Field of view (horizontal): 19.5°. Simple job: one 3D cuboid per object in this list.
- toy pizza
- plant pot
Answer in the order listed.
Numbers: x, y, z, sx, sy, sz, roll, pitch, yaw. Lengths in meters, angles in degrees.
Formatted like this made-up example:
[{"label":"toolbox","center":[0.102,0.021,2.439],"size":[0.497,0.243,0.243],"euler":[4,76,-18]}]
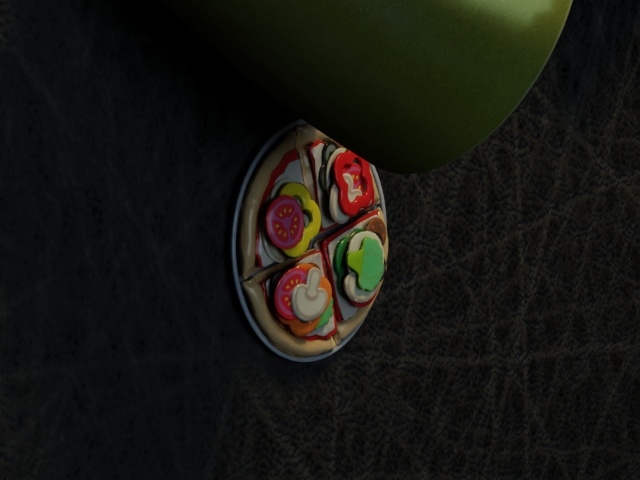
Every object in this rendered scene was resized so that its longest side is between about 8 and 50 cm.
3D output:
[{"label":"toy pizza","center":[0.000,0.000,1.524],"size":[0.201,0.032,0.201],"euler":[-6,97,-51]},{"label":"plant pot","center":[-0.011,-0.223,1.340],"size":[0.293,0.275,0.275],"euler":[21,76,-34]}]
